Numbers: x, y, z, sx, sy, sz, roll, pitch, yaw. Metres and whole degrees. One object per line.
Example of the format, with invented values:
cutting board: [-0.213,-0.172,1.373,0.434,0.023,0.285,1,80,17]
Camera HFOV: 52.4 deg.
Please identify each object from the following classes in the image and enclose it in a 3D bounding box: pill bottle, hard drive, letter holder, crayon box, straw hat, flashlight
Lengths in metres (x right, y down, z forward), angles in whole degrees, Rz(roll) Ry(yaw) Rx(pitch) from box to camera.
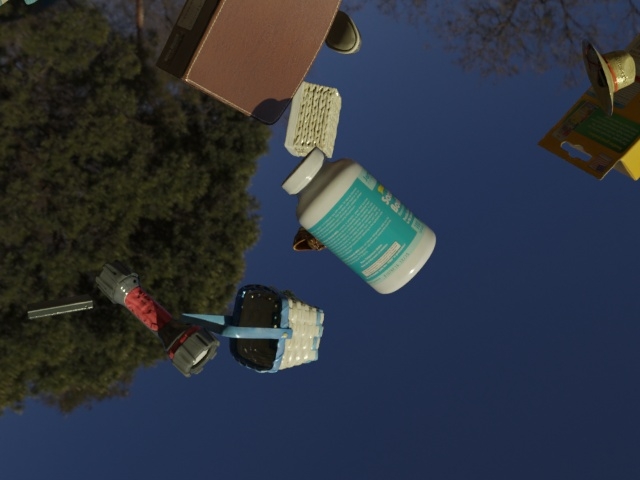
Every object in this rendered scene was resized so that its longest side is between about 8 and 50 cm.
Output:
pill bottle: [0.060,-0.041,1.119,0.146,0.264,0.146,-47,-170,11]
hard drive: [-0.589,0.149,1.467,0.135,0.022,0.094,-9,-172,-24]
letter holder: [-0.118,-0.389,1.170,0.152,0.214,0.302,37,-79,52]
crayon box: [0.630,-0.262,1.318,0.323,0.083,0.203,-48,-145,8]
straw hat: [0.504,-0.292,1.116,0.061,0.144,0.144,-19,-137,14]
flashlight: [-0.354,0.157,1.388,0.304,0.103,0.103,39,-73,14]

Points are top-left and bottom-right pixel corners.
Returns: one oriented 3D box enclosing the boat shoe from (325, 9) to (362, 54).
boat shoe: [0.039,-0.440,1.364,0.075,0.065,0.206,-58,-136,18]

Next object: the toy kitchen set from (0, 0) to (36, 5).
toy kitchen set: [-0.435,-0.388,0.791,0.166,0.207,0.122,2,-142,19]

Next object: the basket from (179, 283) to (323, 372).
basket: [-0.160,0.204,1.545,0.255,0.289,0.201,5,-89,50]

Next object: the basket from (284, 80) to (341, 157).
basket: [-0.015,-0.288,1.565,0.103,0.113,0.167,8,-93,10]

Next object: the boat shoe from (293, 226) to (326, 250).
boat shoe: [0.000,0.000,1.597,0.178,0.064,0.060,-5,-136,48]
